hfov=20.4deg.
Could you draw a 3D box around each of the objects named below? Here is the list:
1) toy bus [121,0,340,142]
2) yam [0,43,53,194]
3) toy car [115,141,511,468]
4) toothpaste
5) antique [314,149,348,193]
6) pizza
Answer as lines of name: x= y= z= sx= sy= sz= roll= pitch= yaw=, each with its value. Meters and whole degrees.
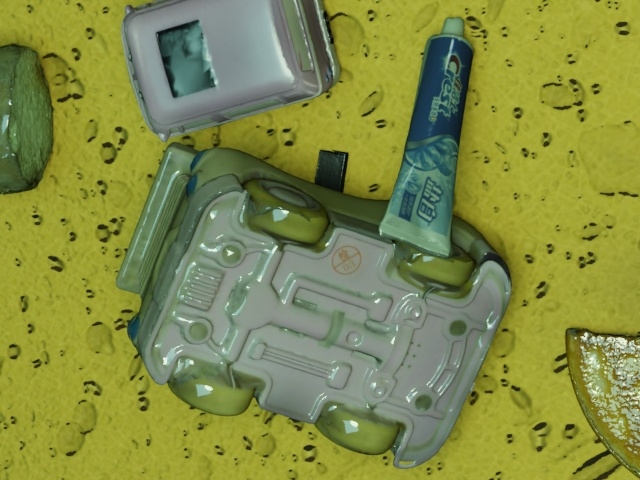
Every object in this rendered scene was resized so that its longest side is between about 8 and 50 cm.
toy bus: x=-0.098 y=-0.188 z=1.780 sx=0.202 sy=0.142 sz=0.142 roll=-14 pitch=95 yaw=19
yam: x=-0.414 y=-0.122 z=1.883 sx=0.268 sy=0.161 sz=0.161 roll=-3 pitch=98 yaw=19
toy car: x=-0.014 y=0.052 z=1.758 sx=0.336 sy=0.226 sz=0.242 roll=16 pitch=106 yaw=-22
toothpaste: x=0.109 y=-0.106 z=1.705 sx=0.047 sy=0.069 sz=0.268 roll=-11 pitch=53 yaw=35
antique: x=0.000 y=0.000 z=1.847 sx=0.031 sy=0.015 sz=0.192 roll=12 pitch=102 yaw=16
pizza: x=0.332 y=0.133 z=1.754 sx=0.176 sy=0.036 sz=0.185 roll=-44 pitch=83 yaw=17
